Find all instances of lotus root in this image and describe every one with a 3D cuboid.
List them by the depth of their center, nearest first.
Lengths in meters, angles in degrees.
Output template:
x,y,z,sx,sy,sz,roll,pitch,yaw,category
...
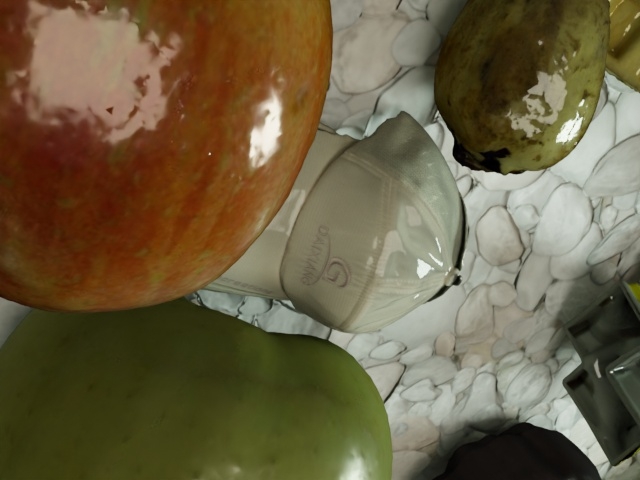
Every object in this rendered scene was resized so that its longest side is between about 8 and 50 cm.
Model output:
x,y,z,sx,sy,sz,roll,pitch,yaw,category
0.171,-0.158,0.642,0.138,0.138,0.214,7,106,-29,lotus root

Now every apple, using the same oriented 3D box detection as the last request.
x,y,z,sx,sy,sz,roll,pitch,yaw,category
-0.132,-0.125,0.406,0.302,0.301,0.301,-12,126,-18,apple
-0.124,0.233,0.672,0.312,0.320,0.360,21,89,-59,apple

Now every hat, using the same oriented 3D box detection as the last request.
x,y,z,sx,sy,sz,roll,pitch,yaw,category
0.000,0.000,0.663,0.226,0.164,0.219,-8,127,-43,hat

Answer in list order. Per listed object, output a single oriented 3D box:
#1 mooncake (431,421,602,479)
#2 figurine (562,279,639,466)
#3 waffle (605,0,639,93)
x,y,z,sx,sy,sz,roll,pitch,yaw,category
0.243,0.371,1.026,0.283,0.141,0.283,-19,131,-24,mooncake
0.449,0.133,0.943,0.285,0.167,0.342,-6,122,-28,figurine
0.351,-0.170,0.645,0.168,0.274,0.057,-54,165,22,waffle
